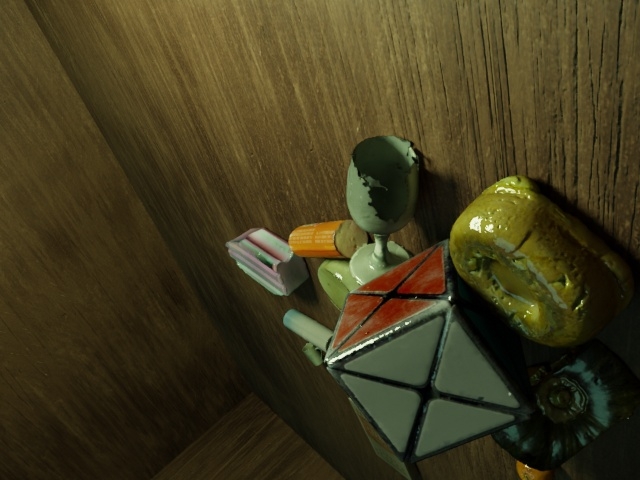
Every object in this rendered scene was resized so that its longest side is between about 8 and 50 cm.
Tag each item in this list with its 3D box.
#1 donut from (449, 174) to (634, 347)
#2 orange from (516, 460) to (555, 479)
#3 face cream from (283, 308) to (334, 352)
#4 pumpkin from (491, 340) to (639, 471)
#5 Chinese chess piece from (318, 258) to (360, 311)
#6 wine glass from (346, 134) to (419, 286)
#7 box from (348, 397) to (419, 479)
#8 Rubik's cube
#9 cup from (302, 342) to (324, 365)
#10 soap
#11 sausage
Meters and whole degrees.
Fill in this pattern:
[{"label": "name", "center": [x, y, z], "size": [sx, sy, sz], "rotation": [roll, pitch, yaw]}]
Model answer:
[{"label": "donut", "center": [0.313, 0.041, 0.811], "size": [0.261, 0.128, 0.208], "rotation": [46, 157, 17]}, {"label": "orange", "center": [0.490, 0.520, 1.233], "size": [0.083, 0.084, 0.083], "rotation": [41, 154, 25]}, {"label": "face cream", "center": [-0.031, 0.317, 1.898], "size": [0.250, 0.077, 0.077], "rotation": [23, 143, 49]}, {"label": "pumpkin", "center": [0.441, 0.291, 0.994], "size": [0.139, 0.190, 0.280], "rotation": [47, 113, 13]}, {"label": "Chinese chess piece", "center": [0.076, 0.120, 1.424], "size": [0.188, 0.083, 0.188], "rotation": [42, 158, 21]}, {"label": "wine glass", "center": [0.117, -0.045, 1.036], "size": [0.143, 0.143, 0.321], "rotation": [37, 152, 32]}, {"label": "box", "center": [0.241, 0.737, 2.032], "size": [0.205, 0.051, 0.365], "rotation": [22, 142, 50]}, {"label": "Rubik's cube", "center": [0.195, 0.189, 0.962], "size": [0.255, 0.259, 0.260], "rotation": [-30, 106, 24]}, {"label": "cup", "center": [-0.018, 0.435, 2.095], "size": [0.083, 0.075, 0.054], "rotation": [55, -167, -16]}, {"label": "soap", "center": [-0.180, 0.058, 1.764], "size": [0.324, 0.109, 0.192], "rotation": [28, 147, 42]}, {"label": "sausage", "center": [0.000, 0.000, 1.375], "size": [0.092, 0.093, 0.312], "rotation": [58, 157, -14]}]
